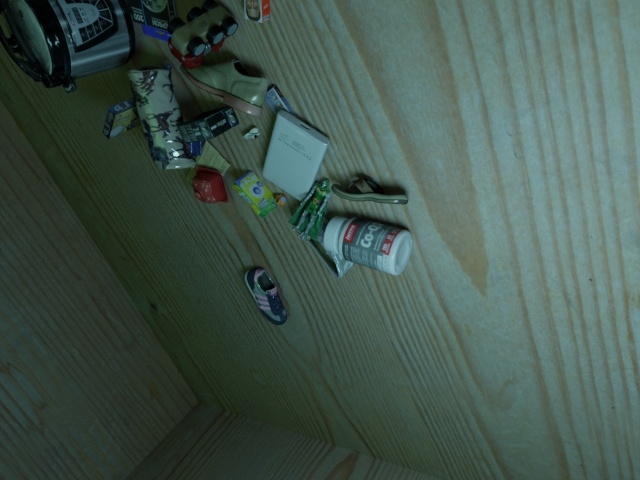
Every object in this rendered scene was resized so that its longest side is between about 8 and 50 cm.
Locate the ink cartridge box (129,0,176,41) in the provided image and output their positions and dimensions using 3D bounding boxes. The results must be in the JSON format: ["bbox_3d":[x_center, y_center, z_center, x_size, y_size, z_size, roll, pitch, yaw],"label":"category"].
[{"bbox_3d":[-0.606,-0.826,1.755,0.206,0.045,0.208,25,137,23],"label":"ink cartridge box"}]

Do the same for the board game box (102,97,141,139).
[{"bbox_3d":[-0.769,-0.523,1.988,0.042,0.243,0.165,48,139,-1],"label":"board game box"}]

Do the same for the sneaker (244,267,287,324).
[{"bbox_3d":[-0.240,0.271,2.295,0.131,0.112,0.319,-15,113,49],"label":"sneaker"}]

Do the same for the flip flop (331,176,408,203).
[{"bbox_3d":[0.164,-0.169,1.608,0.277,0.112,0.080,12,103,37],"label":"flip flop"}]

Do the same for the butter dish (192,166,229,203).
[{"bbox_3d":[-0.493,-0.218,2.074,0.160,0.118,0.160,15,131,28],"label":"butter dish"}]

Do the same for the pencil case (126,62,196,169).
[{"bbox_3d":[-0.608,-0.468,1.889,0.160,0.183,0.410,1,112,35],"label":"pencil case"}]

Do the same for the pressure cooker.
[{"bbox_3d":[-0.956,-0.777,1.783,0.370,0.420,0.375,43,141,16],"label":"pressure cooker"}]

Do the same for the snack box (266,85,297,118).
[{"bbox_3d":[-0.126,-0.443,1.678,0.064,0.022,0.178,-20,108,49],"label":"snack box"}]

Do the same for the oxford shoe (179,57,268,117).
[{"bbox_3d":[-0.332,-0.570,1.699,0.397,0.140,0.146,33,107,22],"label":"oxford shoe"}]

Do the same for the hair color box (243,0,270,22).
[{"bbox_3d":[-0.195,-0.746,1.471,0.072,0.043,0.141,23,136,23],"label":"hair color box"}]

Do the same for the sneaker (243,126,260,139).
[{"bbox_3d":[-0.260,-0.395,1.824,0.083,0.032,0.037,-23,105,49],"label":"sneaker"}]

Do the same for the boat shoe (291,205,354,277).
[{"bbox_3d":[-0.001,0.002,1.876,0.320,0.103,0.118,51,139,-4],"label":"boat shoe"}]

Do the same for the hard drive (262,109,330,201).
[{"bbox_3d":[-0.096,-0.294,1.739,0.203,0.040,0.307,34,142,7],"label":"hard drive"}]

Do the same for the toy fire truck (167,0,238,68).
[{"bbox_3d":[-0.411,-0.656,1.615,0.158,0.217,0.246,43,154,2],"label":"toy fire truck"}]

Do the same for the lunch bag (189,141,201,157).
[{"bbox_3d":[-0.538,-0.396,2.028,0.067,0.065,0.098,20,116,31],"label":"lunch bag"}]

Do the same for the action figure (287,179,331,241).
[{"bbox_3d":[-0.025,-0.124,1.779,0.137,0.063,0.232,32,112,11],"label":"action figure"}]

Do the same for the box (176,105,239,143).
[{"bbox_3d":[-0.427,-0.440,1.840,0.180,0.147,0.077,1,122,39],"label":"box"}]

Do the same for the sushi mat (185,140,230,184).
[{"bbox_3d":[-0.497,-0.302,2.114,0.151,0.019,0.316,46,140,-2],"label":"sushi mat"}]

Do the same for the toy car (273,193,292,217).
[{"bbox_3d":[-0.134,-0.141,1.939,0.040,0.060,0.122,-41,115,7],"label":"toy car"}]

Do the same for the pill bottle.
[{"bbox_3d":[0.163,0.009,1.699,0.283,0.161,0.161,16,132,30],"label":"pill bottle"}]

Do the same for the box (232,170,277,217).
[{"bbox_3d":[-0.256,-0.184,1.939,0.179,0.105,0.043,48,141,-4],"label":"box"}]
